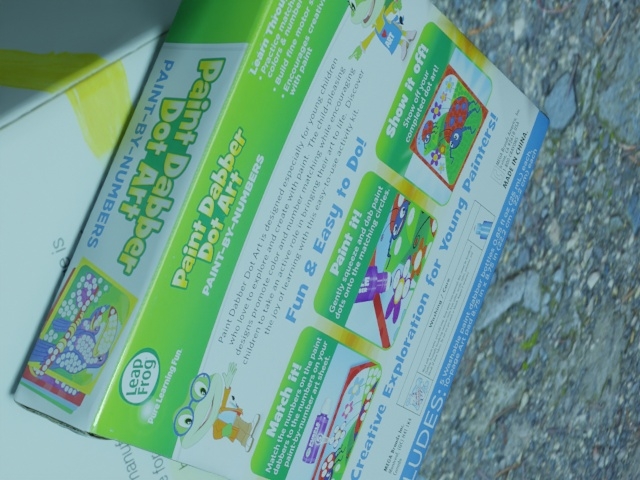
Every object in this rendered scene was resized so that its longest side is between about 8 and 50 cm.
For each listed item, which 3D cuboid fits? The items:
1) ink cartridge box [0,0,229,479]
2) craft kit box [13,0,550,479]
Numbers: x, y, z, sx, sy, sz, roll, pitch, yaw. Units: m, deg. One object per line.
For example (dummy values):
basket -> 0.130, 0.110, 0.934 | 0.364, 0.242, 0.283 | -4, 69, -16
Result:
ink cartridge box -> -0.116, 0.018, 0.699 | 0.384, 0.160, 0.279 | -38, 130, -38
craft kit box -> 0.000, 0.000, 0.662 | 0.246, 0.061, 0.250 | 35, 74, -53
